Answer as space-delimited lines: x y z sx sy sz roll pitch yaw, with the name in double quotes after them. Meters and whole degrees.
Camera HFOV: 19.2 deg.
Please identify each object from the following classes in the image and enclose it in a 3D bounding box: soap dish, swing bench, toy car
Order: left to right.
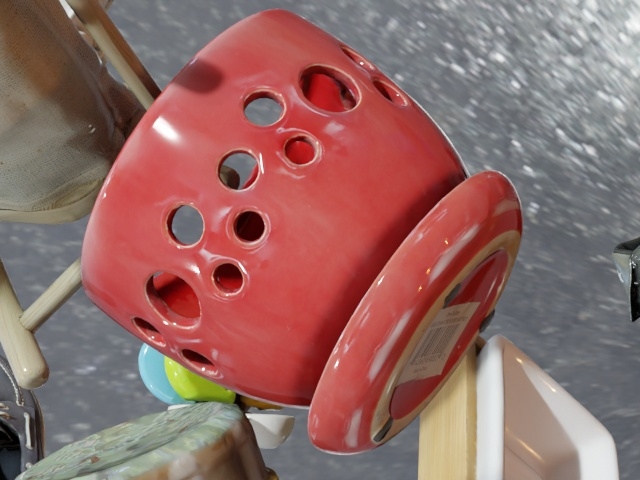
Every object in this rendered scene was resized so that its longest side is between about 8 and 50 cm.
-0.213 -0.097 0.983 0.165 0.253 0.255 -45 61 -8 "swing bench"
-0.109 0.130 1.937 0.136 0.182 0.159 -3 79 39 "toy car"
0.195 0.257 1.872 0.118 0.291 0.229 -33 120 27 "soap dish"

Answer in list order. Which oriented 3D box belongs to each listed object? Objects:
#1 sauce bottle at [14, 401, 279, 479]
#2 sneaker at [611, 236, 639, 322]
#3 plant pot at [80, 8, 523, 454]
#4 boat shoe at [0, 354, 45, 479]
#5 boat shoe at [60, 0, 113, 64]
-0.020 0.240 0.788 0.111 0.111 0.344 -20 97 14 "sauce bottle"
0.249 0.043 1.313 0.106 0.078 0.234 14 103 12 "sneaker"
0.000 0.000 0.982 0.174 0.191 0.191 32 95 17 "plant pot"
-0.288 0.174 1.723 0.075 0.065 0.206 -16 54 -9 "boat shoe"
-0.207 -0.147 1.442 0.267 0.096 0.088 -41 84 19 "boat shoe"
